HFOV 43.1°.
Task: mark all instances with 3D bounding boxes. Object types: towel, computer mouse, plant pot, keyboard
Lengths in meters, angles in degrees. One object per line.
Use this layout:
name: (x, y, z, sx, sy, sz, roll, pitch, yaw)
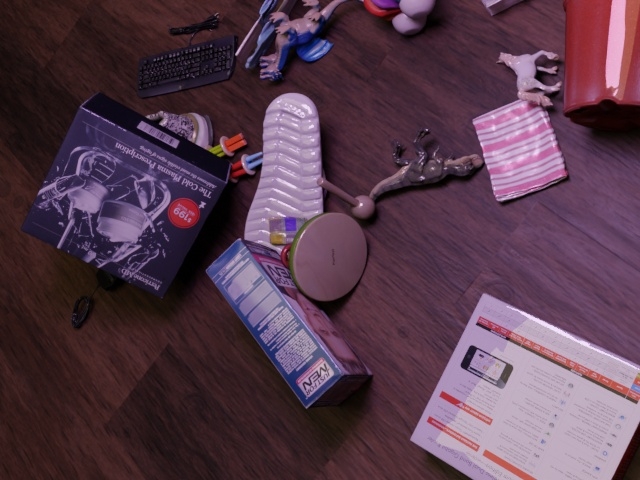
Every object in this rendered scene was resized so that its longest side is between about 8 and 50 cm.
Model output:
towel: (0.382, -0.182, 1.565, 0.144, 0.029, 0.197, -21, 64, 23)
towel: (-0.070, -0.021, 1.716, 0.083, 0.009, 0.060, 1, 96, 14)
computer mouse: (-0.550, 0.124, 2.029, 0.242, 0.041, 0.071, -51, 58, 15)
plant pot: (0.537, -0.337, 1.397, 0.273, 0.272, 0.265, 6, 85, 32)
keyboard: (-0.349, -0.486, 2.102, 0.317, 0.033, 0.201, -5, 72, 29)

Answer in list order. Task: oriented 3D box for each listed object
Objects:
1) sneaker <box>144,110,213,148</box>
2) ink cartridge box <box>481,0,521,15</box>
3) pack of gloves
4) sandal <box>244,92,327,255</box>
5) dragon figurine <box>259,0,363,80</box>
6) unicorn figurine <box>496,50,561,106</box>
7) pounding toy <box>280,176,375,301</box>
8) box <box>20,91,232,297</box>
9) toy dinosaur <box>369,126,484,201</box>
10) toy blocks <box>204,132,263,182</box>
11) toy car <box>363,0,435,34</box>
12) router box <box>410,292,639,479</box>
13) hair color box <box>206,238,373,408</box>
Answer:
sneaker: (-0.474, -0.243, 2.007, 0.410, 0.182, 0.158, -18, 66, 26)
ink cartridge box: (0.362, -0.540, 1.655, 0.092, 0.090, 0.143, -23, 64, 23)
pack of gloves: (-0.134, -0.515, 1.885, 0.046, 0.195, 0.232, 31, 92, 6)
sandal: (-0.058, -0.107, 1.763, 0.169, 0.102, 0.416, 11, 97, 14)
dragon figurine: (-0.028, -0.476, 1.871, 0.289, 0.144, 0.085, -27, 59, 0)
unicorn figurine: (0.405, -0.327, 1.570, 0.111, 0.060, 0.161, 2, 44, 6)
pounding toy: (0.000, 0.000, 1.663, 0.110, 0.183, 0.236, 16, 87, 53)
box: (-0.421, -0.099, 1.792, 0.312, 0.343, 0.179, -59, 13, 16)
toy dinosaur: (0.193, -0.156, 1.654, 0.268, 0.064, 0.118, -18, 73, 29)
toy blocks: (-0.197, -0.198, 1.903, 0.148, 0.054, 0.123, -21, 65, 24)
toy car: (0.159, -0.529, 1.711, 0.136, 0.182, 0.159, -7, 81, -7)
router box: (0.366, 0.294, 1.390, 0.335, 0.082, 0.301, 27, 90, 34)
hair color box: (-0.061, 0.163, 1.602, 0.105, 0.174, 0.347, -43, 68, 11)
